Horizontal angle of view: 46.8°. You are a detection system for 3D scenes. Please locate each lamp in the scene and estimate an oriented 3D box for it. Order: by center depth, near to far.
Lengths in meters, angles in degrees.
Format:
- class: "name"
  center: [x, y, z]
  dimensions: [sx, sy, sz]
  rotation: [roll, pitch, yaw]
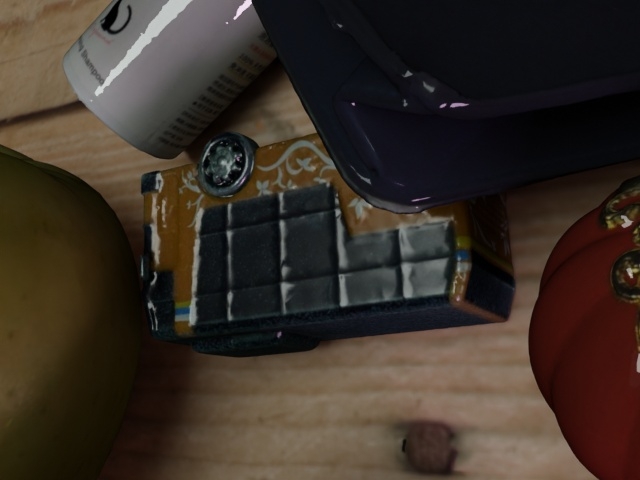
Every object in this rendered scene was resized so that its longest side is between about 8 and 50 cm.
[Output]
- class: "lamp"
  center: [0.227, 0.056, 0.389]
  dimensions: [0.227, 0.227, 0.226]
  rotation: [-8, 73, 29]

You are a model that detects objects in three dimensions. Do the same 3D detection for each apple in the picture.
- class: "apple"
  center: [-0.376, 0.100, 0.604]
  dimensions: [0.474, 0.474, 0.473]
  rotation: [-8, 73, 29]

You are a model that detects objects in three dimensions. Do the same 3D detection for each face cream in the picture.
- class: "face cream"
  center: [-0.063, -0.249, 0.675]
  dimensions: [0.370, 0.145, 0.145]
  rotation: [-43, 60, 15]

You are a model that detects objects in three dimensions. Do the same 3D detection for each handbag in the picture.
- class: "handbag"
  center: [0.123, -0.160, 0.468]
  dimensions: [0.118, 0.326, 0.269]
  rotation: [108, 144, -51]

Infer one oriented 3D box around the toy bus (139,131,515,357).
- class: "toy bus"
  center: [0.000, 0.000, 0.578]
  dimensions: [0.275, 0.138, 0.167]
  rotation: [-9, 74, 27]
